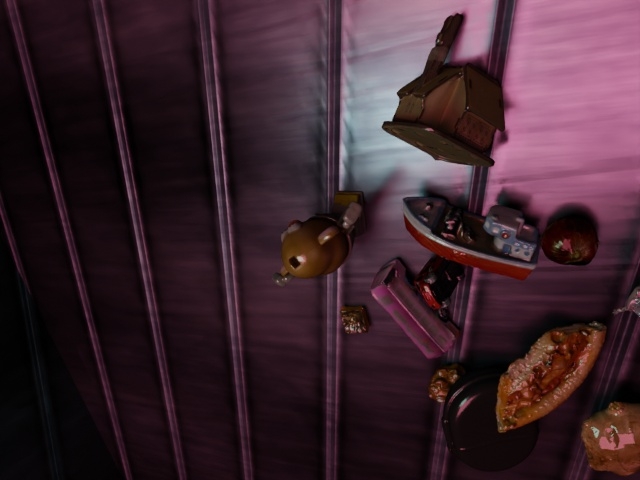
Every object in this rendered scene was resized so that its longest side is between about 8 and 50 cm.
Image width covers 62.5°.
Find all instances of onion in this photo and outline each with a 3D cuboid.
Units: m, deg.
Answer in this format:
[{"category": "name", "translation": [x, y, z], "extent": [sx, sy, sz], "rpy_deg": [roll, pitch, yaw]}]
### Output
[{"category": "onion", "translation": [0.552, -0.002, 1.167], "extent": [0.117, 0.119, 0.119], "rpy_deg": [-12, 112, 1]}]

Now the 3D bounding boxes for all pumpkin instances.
[{"category": "pumpkin", "translation": [0.102, 0.236, 1.571], "extent": [0.074, 0.054, 0.083], "rpy_deg": [-9, 105, 27]}]

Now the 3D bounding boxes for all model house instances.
[{"category": "model house", "translation": [0.302, -0.323, 1.137], "extent": [0.205, 0.218, 0.279], "rpy_deg": [30, 97, 60]}]

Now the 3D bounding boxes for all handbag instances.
[{"category": "handbag", "translation": [0.457, 0.487, 1.419], "extent": [0.253, 0.093, 0.308], "rpy_deg": [-16, 110, 0]}]

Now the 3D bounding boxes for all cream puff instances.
[{"category": "cream puff", "translation": [0.363, 0.405, 1.487], "extent": [0.094, 0.122, 0.116], "rpy_deg": [26, 164, 24]}]

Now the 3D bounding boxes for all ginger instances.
[{"category": "ginger", "translation": [0.819, 0.474, 1.233], "extent": [0.375, 0.166, 0.236], "rpy_deg": [-11, 100, 39]}]

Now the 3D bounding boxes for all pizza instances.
[{"category": "pizza", "translation": [0.546, 0.328, 1.281], "extent": [0.182, 0.074, 0.365], "rpy_deg": [40, 101, -26]}]

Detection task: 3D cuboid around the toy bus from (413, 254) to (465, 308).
[{"category": "toy bus", "translation": [0.287, 0.099, 1.307], "extent": [0.089, 0.195, 0.081], "rpy_deg": [-26, 101, 39]}]

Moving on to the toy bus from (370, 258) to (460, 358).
[{"category": "toy bus", "translation": [0.253, 0.186, 1.429], "extent": [0.274, 0.112, 0.090], "rpy_deg": [48, 135, -2]}]

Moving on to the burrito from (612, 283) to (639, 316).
[{"category": "burrito", "translation": [0.824, 0.088, 1.063], "extent": [0.445, 0.101, 0.139], "rpy_deg": [-18, 109, 35]}]

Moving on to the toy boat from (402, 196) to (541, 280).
[{"category": "toy boat", "translation": [0.347, -0.032, 1.234], "extent": [0.331, 0.145, 0.133], "rpy_deg": [19, 132, 17]}]

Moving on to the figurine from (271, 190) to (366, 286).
[{"category": "figurine", "translation": [0.001, 0.000, 1.359], "extent": [0.167, 0.285, 0.343], "rpy_deg": [29, 127, 11]}]
